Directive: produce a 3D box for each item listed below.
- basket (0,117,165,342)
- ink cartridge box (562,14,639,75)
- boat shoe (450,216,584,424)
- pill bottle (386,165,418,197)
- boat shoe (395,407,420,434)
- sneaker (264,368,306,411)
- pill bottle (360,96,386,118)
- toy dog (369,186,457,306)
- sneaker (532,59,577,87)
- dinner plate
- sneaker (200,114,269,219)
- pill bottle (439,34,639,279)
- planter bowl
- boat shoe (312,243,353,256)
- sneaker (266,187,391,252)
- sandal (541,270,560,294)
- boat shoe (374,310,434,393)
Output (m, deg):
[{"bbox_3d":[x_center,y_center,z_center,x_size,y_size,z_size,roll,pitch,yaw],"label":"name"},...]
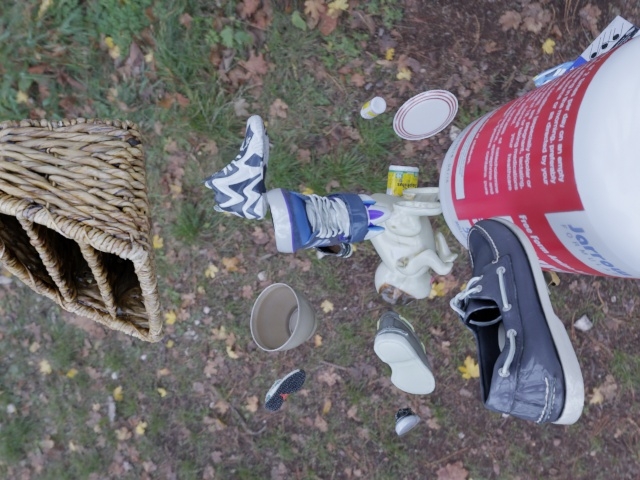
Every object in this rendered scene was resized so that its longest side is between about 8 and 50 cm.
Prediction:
[{"bbox_3d":[-0.341,0.011,0.627,0.299,0.214,0.223,116,143,-56],"label":"basket"},{"bbox_3d":[0.710,-0.453,1.159,0.207,0.046,0.097,-53,30,36],"label":"ink cartridge box"},{"bbox_3d":[0.144,0.050,0.378,0.065,0.206,0.075,-1,131,2],"label":"boat shoe"},{"bbox_3d":[0.320,-0.189,1.798,0.118,0.118,0.208,11,101,29],"label":"pill bottle"},{"bbox_3d":[0.174,0.371,0.942,0.049,0.142,0.040,-42,63,1],"label":"boat shoe"},{"bbox_3d":[-0.106,0.413,1.304,0.057,0.075,0.161,35,104,-21],"label":"sneaker"},{"bbox_3d":[0.138,-0.351,1.212,0.083,0.043,0.043,-177,73,-70],"label":"pill bottle"},{"bbox_3d":[0.289,0.043,1.620,0.396,0.284,0.407,-2,109,11],"label":"toy dog"},{"bbox_3d":[0.719,-0.497,1.365,0.144,0.053,0.059,-21,96,24],"label":"sneaker"},{"bbox_3d":[0.225,-0.267,0.975,0.141,0.017,0.141,-17,52,24],"label":"dinner plate"},{"bbox_3d":[-0.200,-0.167,1.042,0.153,0.094,0.234,3,109,2],"label":"sneaker"},{"bbox_3d":[0.308,-0.074,0.471,0.229,0.408,0.228,0,90,-9],"label":"pill bottle"},{"bbox_3d":[-0.077,0.196,1.114,0.162,0.109,0.162,-17,62,36],"label":"planter bowl"},{"bbox_3d":[0.000,0.000,1.621,0.233,0.079,0.084,21,106,28],"label":"boat shoe"},{"bbox_3d":[0.028,-0.054,0.928,0.236,0.323,0.130,-12,85,2],"label":"sneaker"},{"bbox_3d":[0.713,0.118,1.403,0.049,0.180,0.072,-32,78,36],"label":"sandal"},{"bbox_3d":[0.215,0.289,1.131,0.109,0.091,0.305,-11,135,22],"label":"boat shoe"}]
